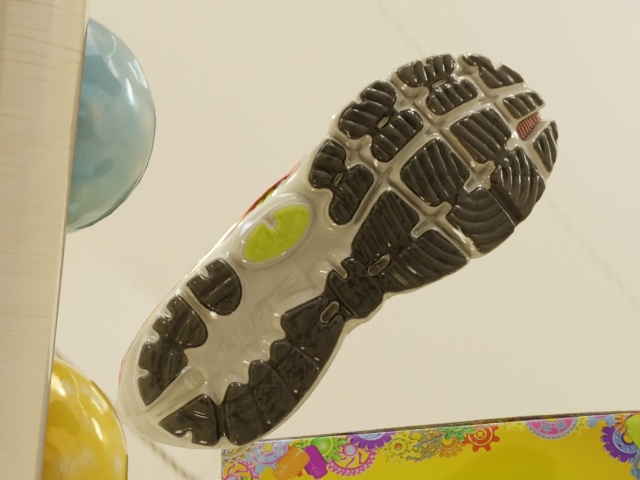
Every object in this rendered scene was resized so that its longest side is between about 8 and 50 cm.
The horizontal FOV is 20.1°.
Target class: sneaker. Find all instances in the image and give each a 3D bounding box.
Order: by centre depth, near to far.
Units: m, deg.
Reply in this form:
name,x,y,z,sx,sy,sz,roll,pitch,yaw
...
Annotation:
name,x,y,z,sx,sy,sz,roll,pitch,yaw
sneaker,0.000,0.000,0.934,0.279,0.118,0.107,-38,-83,-18

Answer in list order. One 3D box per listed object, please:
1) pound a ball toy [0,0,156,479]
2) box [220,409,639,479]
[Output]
name,x,y,z,sx,sy,sz,roll,pitch,yaw
pound a ball toy,-0.101,0.072,0.360,0.135,0.208,0.319,5,-90,-16
box,0.097,0.254,1.199,0.279,0.290,0.177,76,-170,-60
